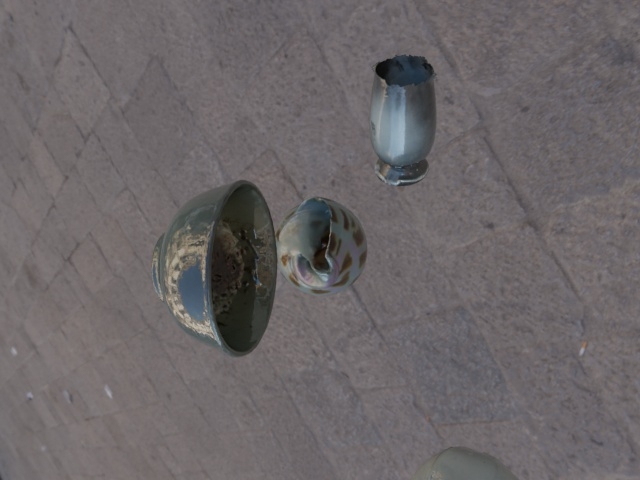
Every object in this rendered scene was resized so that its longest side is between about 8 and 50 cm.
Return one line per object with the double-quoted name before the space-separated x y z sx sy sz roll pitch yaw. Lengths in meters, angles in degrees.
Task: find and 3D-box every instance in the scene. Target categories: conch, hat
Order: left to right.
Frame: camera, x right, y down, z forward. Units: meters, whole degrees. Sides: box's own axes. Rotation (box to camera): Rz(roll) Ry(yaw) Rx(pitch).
"conch" 0.000 0.000 1.154 0.368 0.197 0.250 51 130 51
"hat" 0.308 0.513 0.939 0.257 0.301 0.168 24 86 12

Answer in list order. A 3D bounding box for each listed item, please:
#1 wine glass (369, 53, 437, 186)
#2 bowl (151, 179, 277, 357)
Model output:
"wine glass" 0.135 -0.192 0.804 0.111 0.111 0.205 29 146 29
"bowl" -0.185 0.044 0.819 0.146 0.289 0.290 0 116 13
